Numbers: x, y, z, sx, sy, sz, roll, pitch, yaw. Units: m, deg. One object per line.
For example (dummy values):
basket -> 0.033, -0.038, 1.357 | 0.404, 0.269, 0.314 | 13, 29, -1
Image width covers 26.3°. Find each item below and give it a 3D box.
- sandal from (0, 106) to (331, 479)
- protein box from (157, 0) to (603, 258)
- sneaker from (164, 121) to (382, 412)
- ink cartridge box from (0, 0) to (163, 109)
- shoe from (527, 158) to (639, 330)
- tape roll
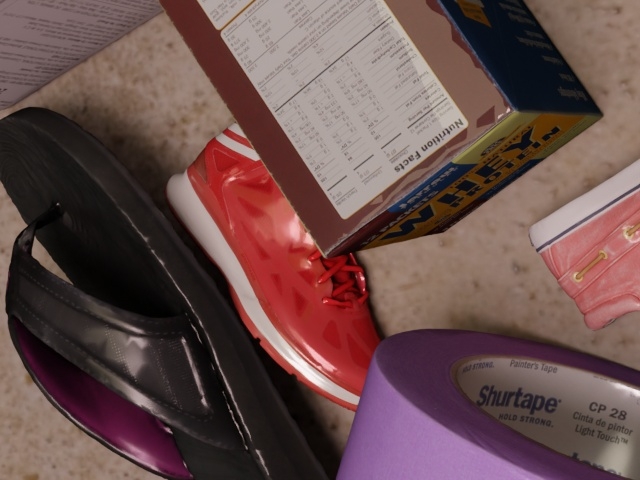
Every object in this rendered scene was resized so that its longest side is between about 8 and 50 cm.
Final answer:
sandal -> -0.114, 0.098, 0.916 | 0.446, 0.107, 0.167 | 55, 150, 10
protein box -> 0.038, -0.116, 0.816 | 0.136, 0.200, 0.201 | -37, 79, 22
sneaker -> 0.000, 0.000, 0.907 | 0.221, 0.087, 0.128 | 48, 112, 12
ink cartridge box -> -0.218, -0.208, 0.885 | 0.395, 0.270, 0.151 | -29, 81, 23
shoe -> 0.216, -0.015, 0.823 | 0.178, 0.063, 0.081 | -34, 82, 28
tape roll -> 0.149, 0.139, 0.746 | 0.274, 0.275, 0.090 | 20, 103, 21
